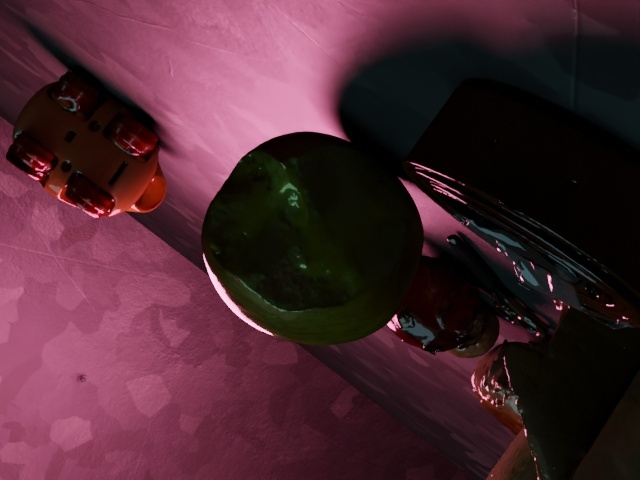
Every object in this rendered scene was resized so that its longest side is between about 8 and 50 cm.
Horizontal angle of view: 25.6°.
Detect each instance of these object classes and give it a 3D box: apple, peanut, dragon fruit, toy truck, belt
[{"bbox_3d":[0.000,0.000,1.613,0.226,0.246,0.246,24,166,21],"label":"apple"},{"bbox_3d":[0.153,0.093,1.965,0.214,0.099,0.099,26,167,23],"label":"peanut"},{"bbox_3d":[0.118,0.052,1.861,0.246,0.125,0.125,50,-171,19],"label":"dragon fruit"},{"bbox_3d":[-0.382,-0.145,2.388,0.265,0.189,0.239,36,178,1],"label":"toy truck"},{"bbox_3d":[0.196,-0.028,1.210,0.261,0.105,0.184,32,171,20],"label":"belt"}]

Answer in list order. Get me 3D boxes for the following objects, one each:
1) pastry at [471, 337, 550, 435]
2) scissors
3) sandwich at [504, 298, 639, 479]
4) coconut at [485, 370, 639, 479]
[{"bbox_3d":[0.322,0.228,1.917,0.236,0.121,0.257,35,173,27],"label":"pastry"},{"bbox_3d":[0.214,0.054,1.765,0.088,0.017,0.220,30,168,48],"label":"scissors"},{"bbox_3d":[0.253,0.143,1.434,0.128,0.236,0.122,32,-179,16],"label":"sandwich"},{"bbox_3d":[0.344,0.316,1.644,0.281,0.328,0.328,26,166,38],"label":"coconut"}]
